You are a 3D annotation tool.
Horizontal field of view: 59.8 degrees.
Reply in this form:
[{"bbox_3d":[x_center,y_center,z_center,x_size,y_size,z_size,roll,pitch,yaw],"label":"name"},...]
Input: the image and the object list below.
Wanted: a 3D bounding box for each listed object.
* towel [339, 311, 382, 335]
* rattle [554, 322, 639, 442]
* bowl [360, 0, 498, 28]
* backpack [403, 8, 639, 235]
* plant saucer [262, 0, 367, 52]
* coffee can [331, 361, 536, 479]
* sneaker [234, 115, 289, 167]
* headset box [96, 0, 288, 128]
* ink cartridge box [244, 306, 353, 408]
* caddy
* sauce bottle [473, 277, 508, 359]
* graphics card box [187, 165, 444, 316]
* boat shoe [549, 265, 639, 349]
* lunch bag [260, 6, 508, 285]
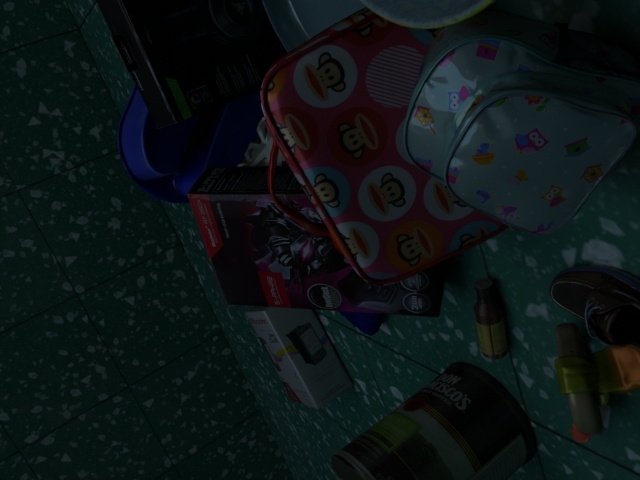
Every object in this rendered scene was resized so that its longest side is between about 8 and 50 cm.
[{"bbox_3d":[0.031,0.044,1.096,0.227,0.076,0.308,46,159,33],"label":"towel"},{"bbox_3d":[0.361,0.179,0.672,0.199,0.143,0.130,57,-165,-32],"label":"rattle"},{"bbox_3d":[0.115,-0.329,0.426,0.289,0.156,0.289,46,152,32],"label":"bowl"},{"bbox_3d":[0.168,-0.106,0.494,0.189,0.144,0.165,25,137,5],"label":"backpack"},{"bbox_3d":[0.014,-0.353,0.734,0.318,0.044,0.317,41,148,33],"label":"plant saucer"},{"bbox_3d":[0.187,0.363,0.928,0.201,0.276,0.201,45,152,32],"label":"coffee can"},{"bbox_3d":[-0.066,-0.097,0.946,0.146,0.122,0.330,45,141,4],"label":"sneaker"},{"bbox_3d":[-0.189,-0.338,0.881,0.131,0.283,0.246,12,127,61],"label":"headset box"},{"bbox_3d":[-0.068,0.301,1.572,0.306,0.131,0.226,61,157,-3],"label":"ink cartridge box"},{"bbox_3d":[-0.233,-0.234,1.056,0.241,0.341,0.179,23,176,-34],"label":"caddy"},{"bbox_3d":[0.248,0.114,0.815,0.042,0.042,0.128,27,138,53],"label":"sauce bottle"},{"bbox_3d":[0.000,0.000,0.867,0.371,0.094,0.232,1,127,16],"label":"graphics card box"},{"bbox_3d":[0.316,0.074,0.589,0.183,0.066,0.066,17,125,56],"label":"boat shoe"},{"bbox_3d":[0.065,-0.098,0.634,0.293,0.258,0.120,62,-177,-19],"label":"lunch bag"}]
